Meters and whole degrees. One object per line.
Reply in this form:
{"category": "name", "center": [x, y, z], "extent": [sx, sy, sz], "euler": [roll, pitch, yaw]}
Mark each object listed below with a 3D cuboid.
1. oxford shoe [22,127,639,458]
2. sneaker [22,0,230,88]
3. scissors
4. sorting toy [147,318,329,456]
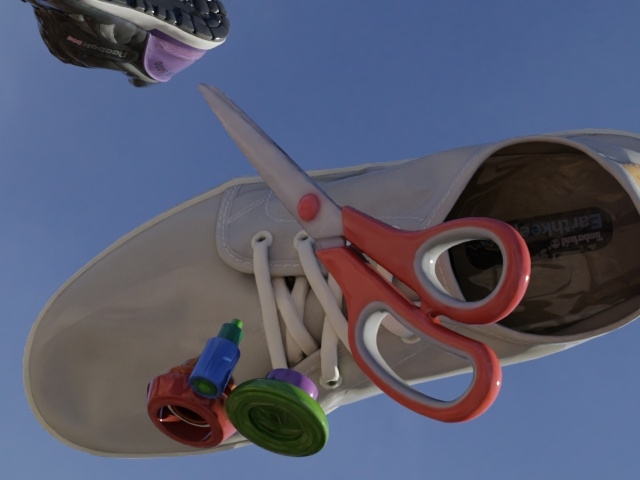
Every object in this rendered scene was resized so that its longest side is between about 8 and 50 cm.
{"category": "oxford shoe", "center": [0.016, 0.031, 1.044], "extent": [0.449, 0.130, 0.169], "euler": [-15, -86, 10]}
{"category": "sneaker", "center": [-0.221, -0.207, 1.485], "extent": [0.124, 0.283, 0.107], "euler": [-37, -133, 30]}
{"category": "scissors", "center": [0.000, 0.000, 0.938], "extent": [0.297, 0.021, 0.109], "euler": [29, -82, 41]}
{"category": "sorting toy", "center": [-0.038, 0.069, 0.813], "extent": [0.102, 0.042, 0.061], "euler": [-1, -45, 30]}
